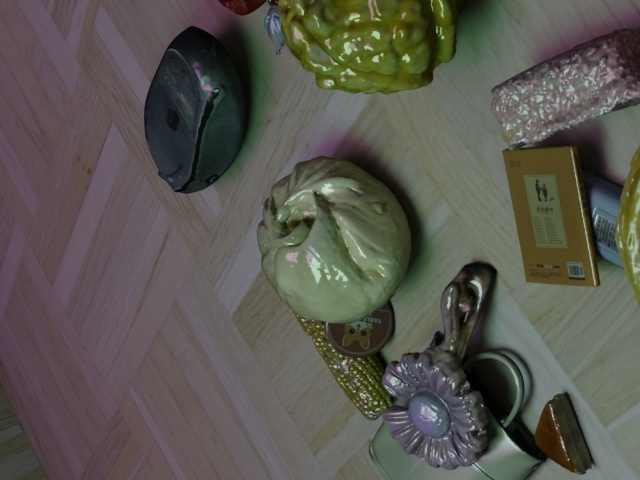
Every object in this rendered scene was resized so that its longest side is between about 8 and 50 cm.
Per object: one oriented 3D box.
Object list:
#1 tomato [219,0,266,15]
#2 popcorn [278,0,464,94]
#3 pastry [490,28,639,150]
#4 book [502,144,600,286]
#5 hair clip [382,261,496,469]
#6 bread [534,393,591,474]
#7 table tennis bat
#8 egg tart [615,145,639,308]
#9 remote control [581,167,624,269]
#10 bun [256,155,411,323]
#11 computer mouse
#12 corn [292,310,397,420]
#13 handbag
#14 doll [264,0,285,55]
[{"bbox_3d":[-0.134,-0.464,1.688,0.200,0.139,0.233,41,169,47],"label":"tomato"},{"bbox_3d":[0.061,-0.285,1.413,0.256,0.255,0.194,11,116,44],"label":"popcorn"},{"bbox_3d":[0.297,-0.169,1.269,0.265,0.103,0.112,-4,110,51],"label":"pastry"},{"bbox_3d":[0.277,-0.029,1.365,0.118,0.012,0.172,3,108,55],"label":"book"},{"bbox_3d":[0.171,0.175,1.560,0.173,0.069,0.300,21,105,39],"label":"hair clip"},{"bbox_3d":[0.315,0.260,1.502,0.062,0.043,0.109,-25,86,53],"label":"bread"},{"bbox_3d":[0.059,0.089,1.786,0.119,0.108,0.169,-111,29,-75],"label":"table tennis bat"},{"bbox_3d":[0.454,0.000,1.109,0.345,0.132,0.345,29,129,44],"label":"egg tart"},{"bbox_3d":[0.348,-0.014,1.323,0.244,0.047,0.087,34,135,43],"label":"remote control"},{"bbox_3d":[0.000,0.000,1.662,0.259,0.160,0.259,-13,73,47],"label":"bun"},{"bbox_3d":[-0.205,-0.220,1.924,0.203,0.114,0.374,58,151,14],"label":"computer mouse"},{"bbox_3d":[0.029,0.156,1.808,0.288,0.086,0.086,59,144,14],"label":"corn"},{"bbox_3d":[0.212,0.270,1.643,0.241,0.109,0.315,50,127,25],"label":"handbag"},{"bbox_3d":[-0.064,-0.341,1.737,0.057,0.039,0.114,8,104,16],"label":"doll"}]
